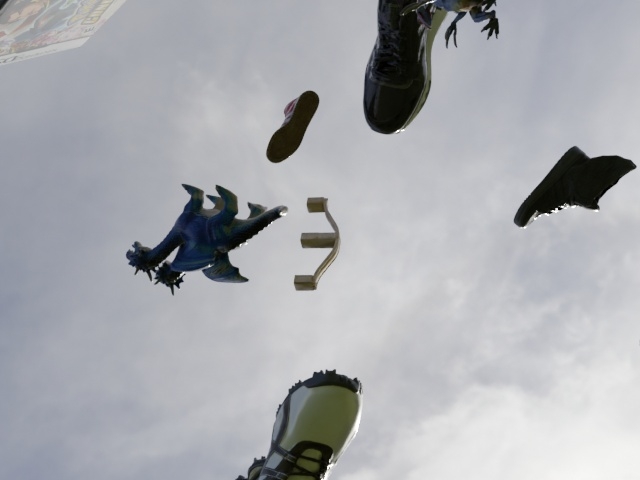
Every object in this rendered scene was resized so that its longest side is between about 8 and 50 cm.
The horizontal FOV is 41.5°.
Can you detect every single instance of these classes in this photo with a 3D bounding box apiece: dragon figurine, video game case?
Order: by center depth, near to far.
[{"bbox_3d":[-0.136,0.009,1.080,0.085,0.289,0.144,24,-101,-46],"label":"dragon figurine"},{"bbox_3d":[-0.350,-0.315,1.122,0.248,0.275,0.035,-33,-86,-50],"label":"video game case"}]

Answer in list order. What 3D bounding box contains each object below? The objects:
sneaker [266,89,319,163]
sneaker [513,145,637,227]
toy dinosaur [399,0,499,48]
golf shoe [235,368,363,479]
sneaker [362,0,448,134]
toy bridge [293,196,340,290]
[{"bbox_3d":[-0.044,-0.163,1.237,0.042,0.067,0.118,33,-94,-12],"label":"sneaker"},{"bbox_3d":[0.356,-0.065,1.195,0.170,0.089,0.051,-54,-20,19],"label":"sneaker"},{"bbox_3d":[0.108,-0.179,0.644,0.090,0.082,0.047,-36,-52,-3],"label":"toy dinosaur"},{"bbox_3d":[-0.015,0.204,0.743,0.077,0.094,0.198,19,-62,-15],"label":"golf shoe"},{"bbox_3d":[0.106,-0.296,1.202,0.124,0.107,0.283,9,-81,-62],"label":"sneaker"},{"bbox_3d":[0.000,0.000,1.359,0.063,0.188,0.026,-1,-41,11],"label":"toy bridge"}]
